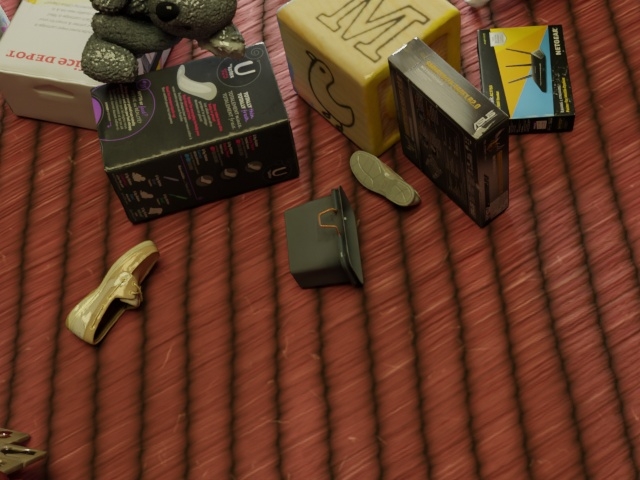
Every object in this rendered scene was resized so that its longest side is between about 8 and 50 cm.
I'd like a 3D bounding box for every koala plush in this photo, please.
[{"bbox_3d":[-0.212,-0.338,1.426,0.221,0.196,0.203,-1,19,22],"label":"koala plush"}]

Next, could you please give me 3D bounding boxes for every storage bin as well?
[{"bbox_3d":[0.000,0.000,1.405,0.091,0.098,0.135,-15,58,11],"label":"storage bin"}]

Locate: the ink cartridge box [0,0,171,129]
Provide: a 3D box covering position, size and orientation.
[{"bbox_3d":[-0.366,-0.340,1.630,0.226,0.131,0.306,11,63,13],"label":"ink cartridge box"}]

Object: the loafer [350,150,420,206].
[{"bbox_3d":[0.095,-0.087,1.477,0.125,0.039,0.045,40,104,29],"label":"loafer"}]

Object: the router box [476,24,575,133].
[{"bbox_3d":[0.311,-0.246,1.533,0.133,0.046,0.179,-3,59,6],"label":"router box"}]

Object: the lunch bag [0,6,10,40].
[{"bbox_3d":[-0.670,-0.333,1.680,0.279,0.108,0.224,-41,65,-15],"label":"lunch bag"}]

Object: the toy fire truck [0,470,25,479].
[{"bbox_3d":[-0.331,0.389,1.083,0.169,0.254,0.302,-10,26,5],"label":"toy fire truck"}]

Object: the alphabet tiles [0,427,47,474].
[{"bbox_3d":[-0.531,0.251,1.229,0.342,0.285,0.011,8,93,13],"label":"alphabet tiles"}]

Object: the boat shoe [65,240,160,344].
[{"bbox_3d":[-0.280,0.077,1.412,0.059,0.063,0.170,37,79,22],"label":"boat shoe"}]

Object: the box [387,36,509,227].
[{"bbox_3d":[0.179,-0.144,1.382,0.056,0.231,0.183,-36,60,-10],"label":"box"}]

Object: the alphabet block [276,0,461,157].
[{"bbox_3d":[0.077,-0.282,1.504,0.193,0.192,0.197,-39,61,-14],"label":"alphabet block"}]

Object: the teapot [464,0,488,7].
[{"bbox_3d":[0.321,-0.531,1.631,0.256,0.187,0.253,-19,85,-24],"label":"teapot"}]

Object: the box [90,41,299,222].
[{"bbox_3d":[-0.184,-0.159,1.489,0.270,0.143,0.165,-16,58,-3],"label":"box"}]
